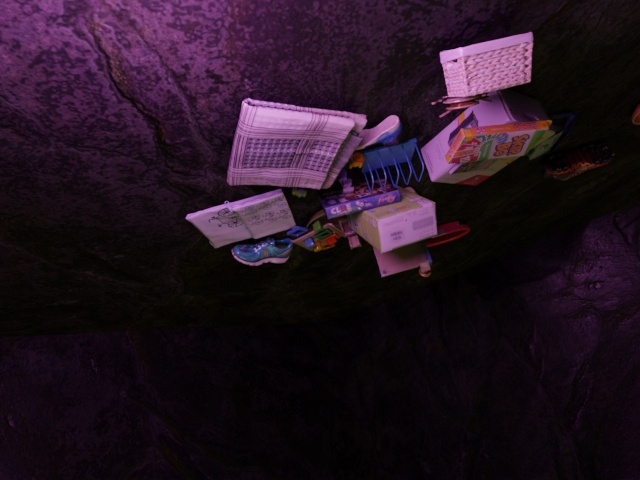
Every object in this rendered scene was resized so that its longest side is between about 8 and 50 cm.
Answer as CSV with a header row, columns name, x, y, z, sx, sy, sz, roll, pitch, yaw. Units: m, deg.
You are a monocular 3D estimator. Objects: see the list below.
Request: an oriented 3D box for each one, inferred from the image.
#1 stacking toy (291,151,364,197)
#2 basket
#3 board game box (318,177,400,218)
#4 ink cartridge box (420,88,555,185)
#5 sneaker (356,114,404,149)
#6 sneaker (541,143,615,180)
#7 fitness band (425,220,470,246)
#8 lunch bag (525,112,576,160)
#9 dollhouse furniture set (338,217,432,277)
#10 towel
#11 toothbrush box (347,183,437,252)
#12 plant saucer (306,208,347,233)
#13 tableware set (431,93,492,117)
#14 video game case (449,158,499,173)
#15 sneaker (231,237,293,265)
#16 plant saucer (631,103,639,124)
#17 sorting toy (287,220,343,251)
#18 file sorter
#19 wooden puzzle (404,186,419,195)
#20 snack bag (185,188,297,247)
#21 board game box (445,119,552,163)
name,x,y,z,sx,sy,sz,roll,pitch,yaw
stacking toy,0.017,-0.203,1.314,0.221,0.052,0.167,-7,157,-9
basket,0.366,-0.384,0.933,0.167,0.103,0.113,-13,-160,-4
board game box,0.124,-0.144,1.409,0.243,0.042,0.165,-14,-156,-4
ink cartridge box,0.495,-0.299,1.275,0.226,0.131,0.306,1,154,-33
sneaker,0.162,-0.284,1.184,0.152,0.058,0.084,-28,149,17
sneaker,1.018,-0.307,1.687,0.275,0.098,0.135,-13,160,1
fitness band,0.643,-0.031,2.233,0.290,0.054,0.209,-15,163,4
lunch bag,0.755,-0.351,1.398,0.151,0.096,0.129,-26,160,-13
dollhouse furniture set,0.259,0.045,1.655,0.286,0.304,0.198,-19,155,6
towel,-0.068,-0.227,1.104,0.324,0.056,0.312,0,151,-22
toothbrush box,0.230,-0.085,1.429,0.206,0.122,0.283,-17,-155,-13
plant saucer,0.056,-0.086,1.671,0.240,0.037,0.241,-13,159,-5
tableware set,0.356,-0.336,1.021,0.128,0.039,0.194,1,-156,33
video game case,0.451,-0.222,1.232,0.121,0.011,0.087,-10,168,-9
sneaker,-0.234,0.030,1.725,0.275,0.107,0.110,-5,139,-39
plant saucer,1.174,-0.473,1.442,0.199,0.037,0.200,-13,161,-5
sorting toy,0.000,0.000,1.734,0.195,0.047,0.347,-22,160,18
file sorter,0.224,-0.226,1.317,0.170,0.105,0.118,-15,161,-2
wooden puzzle,0.312,-0.136,1.726,0.220,0.044,0.238,-24,154,24
snack bag,-0.268,-0.064,1.496,0.342,0.037,0.323,-15,161,-1
board game box,0.482,-0.265,1.137,0.259,0.039,0.124,-10,158,-8
